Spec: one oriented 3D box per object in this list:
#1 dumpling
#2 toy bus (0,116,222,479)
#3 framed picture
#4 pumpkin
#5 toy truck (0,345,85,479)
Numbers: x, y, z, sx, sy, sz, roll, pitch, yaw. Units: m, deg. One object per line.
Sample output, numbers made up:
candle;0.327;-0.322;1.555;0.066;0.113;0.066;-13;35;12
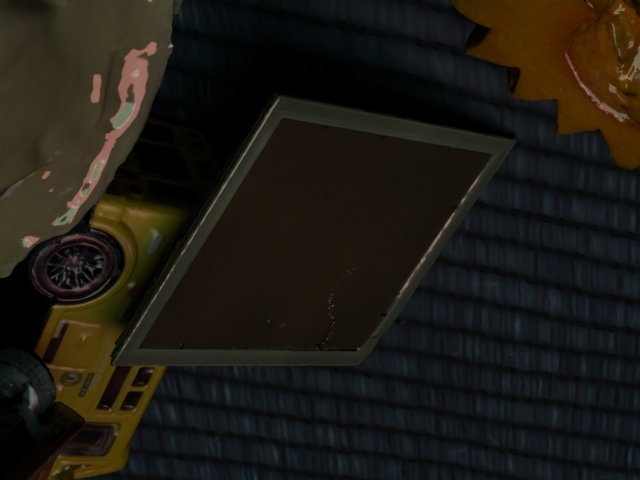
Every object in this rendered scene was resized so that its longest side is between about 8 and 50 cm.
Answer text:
dumpling;-0.230;-0.120;1.038;0.315;0.233;0.395;-14;128;-5
toy bus;-0.187;0.067;1.305;0.151;0.145;0.331;9;125;-29
framed picture;0.000;0.000;1.283;0.293;0.018;0.231;6;123;-53
pumpkin;0.208;-0.162;1.258;0.254;0.149;0.130;42;155;-19
toy truck;-0.344;0.105;1.209;0.338;0.133;0.184;33;130;10
